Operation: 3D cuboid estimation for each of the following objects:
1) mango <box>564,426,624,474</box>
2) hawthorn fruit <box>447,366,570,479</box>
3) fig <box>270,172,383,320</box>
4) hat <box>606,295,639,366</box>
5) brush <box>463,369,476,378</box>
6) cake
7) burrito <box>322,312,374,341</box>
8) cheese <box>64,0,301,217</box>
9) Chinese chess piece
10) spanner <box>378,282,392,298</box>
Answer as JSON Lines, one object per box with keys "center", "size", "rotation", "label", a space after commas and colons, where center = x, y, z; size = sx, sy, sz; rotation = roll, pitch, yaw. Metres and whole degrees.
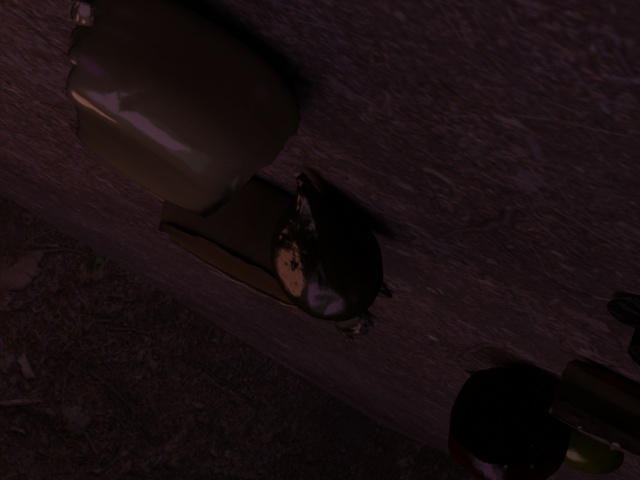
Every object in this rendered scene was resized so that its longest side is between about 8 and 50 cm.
{"center": [0.418, 0.322, 1.875], "size": [0.117, 0.089, 0.163], "rotation": [22, 169, 27], "label": "mango"}
{"center": [0.276, 0.279, 1.809], "size": [0.189, 0.190, 0.251], "rotation": [29, 178, -6], "label": "hawthorn fruit"}
{"center": [0.016, -0.001, 1.361], "size": [0.126, 0.185, 0.133], "rotation": [-7, -141, -29], "label": "fig"}
{"center": [0.327, 0.100, 1.144], "size": [0.121, 0.050, 0.121], "rotation": [30, 171, 5], "label": "hat"}
{"center": [0.376, 0.299, 2.046], "size": [0.299, 0.042, 0.039], "rotation": [32, 170, -1], "label": "brush"}
{"center": [0.409, 0.234, 1.479], "size": [0.220, 0.086, 0.116], "rotation": [31, 170, -18], "label": "cake"}
{"center": [0.007, 0.104, 1.976], "size": [0.063, 0.058, 0.229], "rotation": [23, 167, 48], "label": "burrito"}
{"center": [-0.144, -0.127, 1.053], "size": [0.233, 0.127, 0.266], "rotation": [33, 167, -8], "label": "cheese"}
{"center": [-0.087, -0.002, 1.560], "size": [0.257, 0.104, 0.257], "rotation": [27, 169, 6], "label": "Chinese chess piece"}
{"center": [-0.030, 0.016, 1.747], "size": [0.302, 0.017, 0.071], "rotation": [25, 169, 12], "label": "spanner"}
